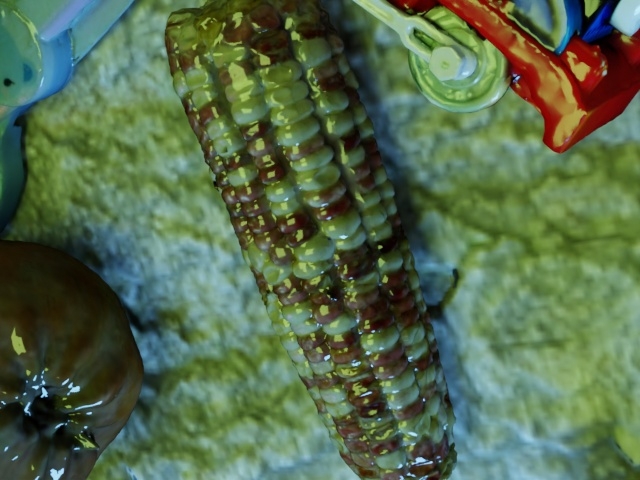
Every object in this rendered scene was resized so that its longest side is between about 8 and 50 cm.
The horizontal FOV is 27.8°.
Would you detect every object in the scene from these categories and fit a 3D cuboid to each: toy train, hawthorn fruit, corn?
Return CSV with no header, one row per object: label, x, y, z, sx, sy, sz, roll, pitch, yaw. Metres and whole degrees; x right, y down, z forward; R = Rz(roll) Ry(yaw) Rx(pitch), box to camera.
toy train,0.048,-0.136,0.480,0.204,0.083,0.131,42,121,12
hawthorn fruit,-0.185,0.070,0.651,0.189,0.149,0.149,0,106,26
corn,0.000,0.000,0.563,0.079,0.079,0.237,-12,103,33

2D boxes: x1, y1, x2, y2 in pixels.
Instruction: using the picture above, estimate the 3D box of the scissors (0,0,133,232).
scissors,-0.152,-0.093,0.644,0.256,0.030,0.125,-33,90,37
